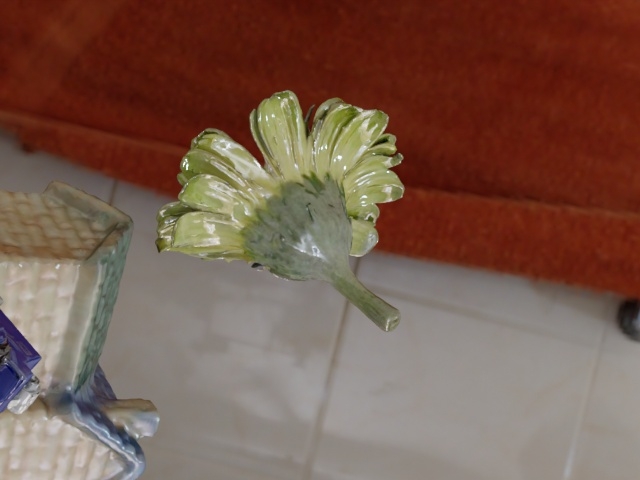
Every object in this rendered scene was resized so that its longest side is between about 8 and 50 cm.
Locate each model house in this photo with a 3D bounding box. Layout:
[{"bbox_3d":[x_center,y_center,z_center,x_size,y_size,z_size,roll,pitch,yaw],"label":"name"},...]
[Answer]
[{"bbox_3d":[-0.435,0.142,1.971,0.395,0.399,0.446,-129,-133,-55],"label":"model house"}]

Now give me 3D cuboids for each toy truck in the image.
[{"bbox_3d":[-0.399,0.102,1.507,0.161,0.213,0.177,-46,168,21],"label":"toy truck"}]

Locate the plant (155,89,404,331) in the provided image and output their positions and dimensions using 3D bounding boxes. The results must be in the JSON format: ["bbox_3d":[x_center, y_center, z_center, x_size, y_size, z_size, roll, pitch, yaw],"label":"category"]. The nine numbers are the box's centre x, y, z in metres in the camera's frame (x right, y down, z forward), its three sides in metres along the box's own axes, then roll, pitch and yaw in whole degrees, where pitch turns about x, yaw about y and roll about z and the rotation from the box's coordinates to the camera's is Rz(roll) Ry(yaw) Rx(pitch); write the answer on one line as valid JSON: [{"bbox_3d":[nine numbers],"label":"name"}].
[{"bbox_3d":[-0.021,-0.005,1.608,0.305,0.297,0.261,-31,175,-20],"label":"plant"}]
